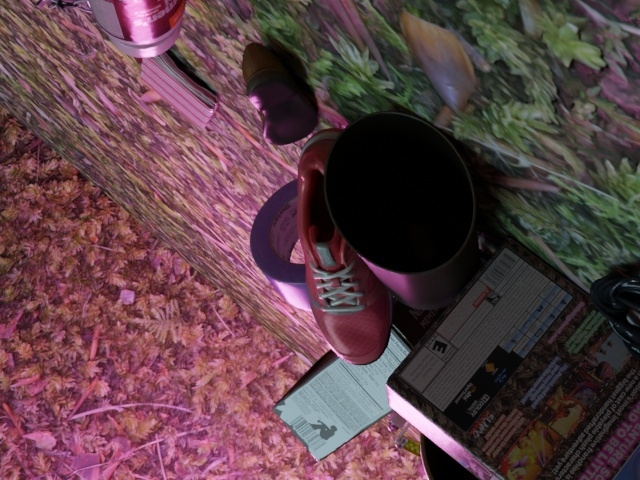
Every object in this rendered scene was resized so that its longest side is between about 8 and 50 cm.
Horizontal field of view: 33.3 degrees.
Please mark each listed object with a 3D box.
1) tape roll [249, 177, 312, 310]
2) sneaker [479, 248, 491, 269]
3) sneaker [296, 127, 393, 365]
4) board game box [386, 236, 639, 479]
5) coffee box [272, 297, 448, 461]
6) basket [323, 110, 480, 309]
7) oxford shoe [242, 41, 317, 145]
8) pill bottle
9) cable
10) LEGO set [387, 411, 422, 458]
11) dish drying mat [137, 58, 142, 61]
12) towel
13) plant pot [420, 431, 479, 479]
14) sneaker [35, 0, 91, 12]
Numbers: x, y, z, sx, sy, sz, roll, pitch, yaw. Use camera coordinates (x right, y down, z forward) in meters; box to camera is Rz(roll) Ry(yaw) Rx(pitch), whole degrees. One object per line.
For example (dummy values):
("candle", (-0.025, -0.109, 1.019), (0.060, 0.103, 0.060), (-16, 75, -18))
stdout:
("tape roll", (0.000, 0.000, 1.527), (0.189, 0.189, 0.080), (33, 166, 36))
("sneaker", (0.202, 0.040, 1.395), (0.044, 0.040, 0.109), (37, 167, 30))
("sneaker", (0.014, 0.021, 1.356), (0.136, 0.116, 0.314), (-47, -51, -70))
("board game box", (0.260, 0.185, 1.264), (0.291, 0.232, 0.141), (39, 168, 16))
("coffee box", (0.083, 0.190, 1.621), (0.119, 0.168, 0.297), (48, 129, 1))
("basket", (0.111, -0.012, 1.243), (0.204, 0.154, 0.227), (63, -177, 27))
("oxford shoe", (-0.054, -0.188, 1.380), (0.212, 0.076, 0.076), (67, -178, -68))
("pill bottle", (-0.228, -0.313, 1.308), (0.121, 0.121, 0.221), (40, 168, 7))
("cable", (0.349, 0.086, 1.114), (0.184, 0.047, 0.150), (47, 172, -35))
("LEGO set", (0.225, 0.362, 1.780), (0.287, 0.107, 0.132), (36, -164, 2))
("dish drying mat", (-0.314, -0.327, 1.792), (0.032, 0.008, 0.083), (32, 163, 36))
("towel", (-0.233, -0.252, 1.768), (0.144, 0.029, 0.197), (41, 169, -6))
("plant pot", (0.274, 0.337, 1.544), (0.275, 0.275, 0.293), (37, 159, 20))
("sneaker", (-0.354, -0.361, 1.542), (0.281, 0.115, 0.105), (36, 167, 25))
